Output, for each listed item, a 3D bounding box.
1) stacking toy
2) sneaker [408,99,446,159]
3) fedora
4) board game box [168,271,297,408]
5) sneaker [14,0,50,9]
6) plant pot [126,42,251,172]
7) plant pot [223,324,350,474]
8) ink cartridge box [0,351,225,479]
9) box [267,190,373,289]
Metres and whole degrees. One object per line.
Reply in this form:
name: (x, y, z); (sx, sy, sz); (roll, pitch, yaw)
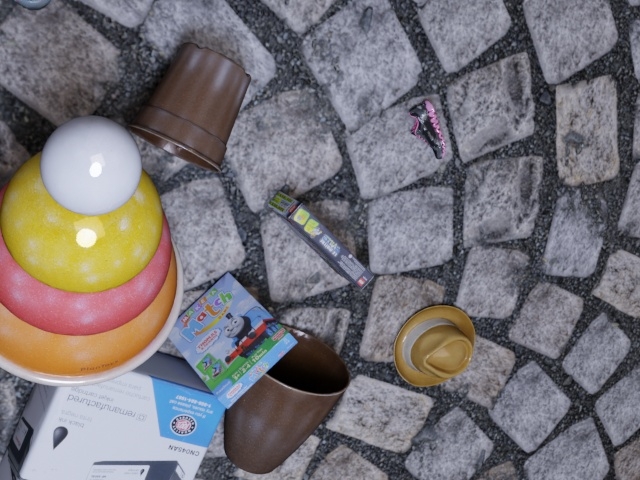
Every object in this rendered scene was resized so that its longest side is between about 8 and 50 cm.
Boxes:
stacking toy: (-0.317, -0.022, 1.153); (0.351, 0.480, 0.350); (9, 63, -19)
sneaker: (0.202, -0.206, 1.617); (0.057, 0.047, 0.119); (-21, 109, 1)
fedora: (0.246, 0.226, 1.730); (0.194, 0.079, 0.194); (-6, 106, -21)
board game box: (-0.159, 0.167, 1.462); (0.160, 0.211, 0.039); (-44, 134, -8)
sneaker: (-0.423, -0.467, 1.220); (0.104, 0.125, 0.261); (-3, 105, -22)
plant pot: (-0.201, -0.219, 1.374); (0.167, 0.167, 0.165); (28, 84, -27)
plant pot: (-0.089, 0.305, 1.553); (0.215, 0.215, 0.230); (14, 113, -26)
ink cartridge box: (-0.376, 0.382, 1.451); (0.286, 0.166, 0.394); (22, 95, -26)
box: (0.000, 0.000, 1.540); (0.036, 0.114, 0.207); (-48, 117, -5)
